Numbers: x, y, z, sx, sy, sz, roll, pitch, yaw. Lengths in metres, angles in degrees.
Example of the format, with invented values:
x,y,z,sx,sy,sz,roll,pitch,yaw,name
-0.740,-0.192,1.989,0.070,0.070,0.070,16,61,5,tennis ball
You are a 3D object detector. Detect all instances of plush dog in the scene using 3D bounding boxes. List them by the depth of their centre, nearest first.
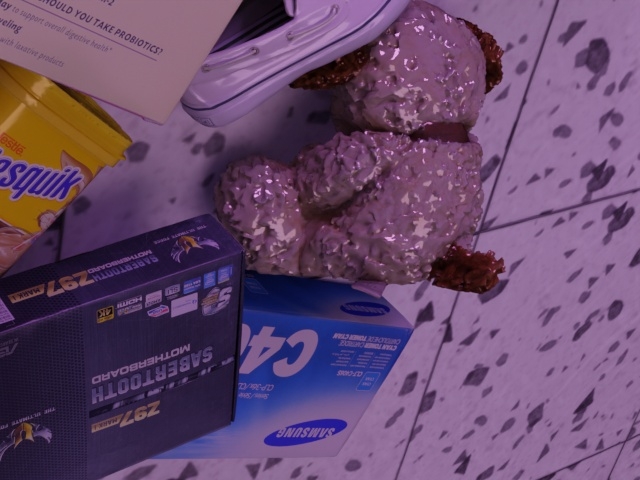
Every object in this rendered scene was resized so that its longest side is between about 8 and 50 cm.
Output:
x,y,z,sx,sy,sz,roll,pitch,yaw,name
0.065,-0.083,1.053,0.262,0.211,0.225,-6,103,-42,plush dog

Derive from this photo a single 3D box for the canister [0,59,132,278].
x,y,z,sx,sy,sz,roll,pitch,yaw,name
-0.228,-0.043,0.874,0.170,0.073,0.126,-47,143,3,canister

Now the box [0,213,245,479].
x,y,z,sx,sy,sz,roll,pitch,yaw,name
-0.169,0.096,0.951,0.233,0.059,0.183,-18,134,-29,box

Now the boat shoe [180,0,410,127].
x,y,z,sx,sy,sz,roll,pitch,yaw,name
-0.015,-0.173,0.952,0.226,0.083,0.076,-41,144,-6,boat shoe

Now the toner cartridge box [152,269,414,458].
x,y,z,sx,sy,sz,roll,pitch,yaw,name
-0.080,0.112,1.158,0.348,0.075,0.165,9,118,-48,toner cartridge box

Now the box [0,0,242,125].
x,y,z,sx,sy,sz,roll,pitch,yaw,name
-0.132,-0.223,0.764,0.213,0.117,0.243,19,111,-50,box
